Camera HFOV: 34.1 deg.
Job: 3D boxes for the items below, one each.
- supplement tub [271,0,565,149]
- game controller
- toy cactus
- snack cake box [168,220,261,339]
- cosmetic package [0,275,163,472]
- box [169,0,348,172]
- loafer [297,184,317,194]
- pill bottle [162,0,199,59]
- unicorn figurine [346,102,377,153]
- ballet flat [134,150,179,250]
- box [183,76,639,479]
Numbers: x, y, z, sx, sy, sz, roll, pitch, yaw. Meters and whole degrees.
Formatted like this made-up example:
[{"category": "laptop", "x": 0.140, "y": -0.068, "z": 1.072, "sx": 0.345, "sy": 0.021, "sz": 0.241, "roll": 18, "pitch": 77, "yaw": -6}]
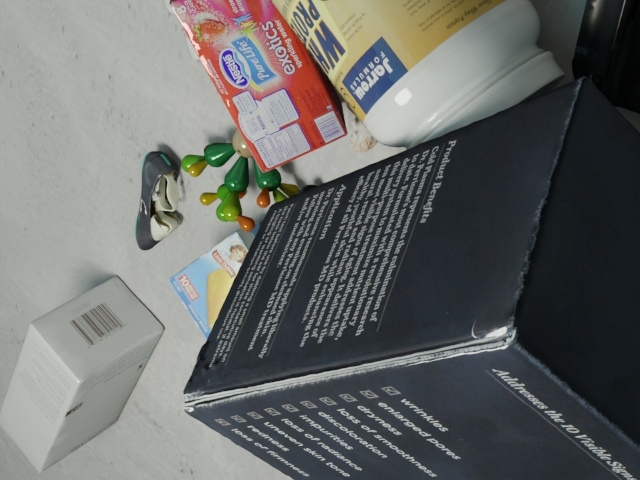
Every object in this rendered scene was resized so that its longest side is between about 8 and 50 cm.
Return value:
[{"category": "supplement tub", "x": 0.100, "y": -0.248, "z": 1.160, "sx": 0.316, "sy": 0.228, "sz": 0.228, "roll": 54, "pitch": 139, "yaw": 5}, {"category": "game controller", "x": 0.357, "y": -0.268, "z": 1.039, "sx": 0.166, "sy": 0.067, "sz": 0.319, "roll": 19, "pitch": 128, "yaw": 18}, {"category": "toy cactus", "x": -0.108, "y": -0.109, "z": 1.559, "sx": 0.219, "sy": 0.112, "sz": 0.181, "roll": 32, "pitch": 113, "yaw": 37}, {"category": "snack cake box", "x": -0.097, "y": 0.124, "z": 1.638, "sx": 0.152, "sy": 0.089, "sz": 0.264, "roll": -34, "pitch": 88, "yaw": 25}, {"category": "cosmetic package", "x": -0.476, "y": 0.267, "z": 2.041, "sx": 0.156, "sy": 0.217, "sz": 0.385, "roll": 46, "pitch": 139, "yaw": 14}, {"category": "box", "x": -0.076, "y": -0.236, "z": 1.339, "sx": 0.128, "sy": 0.123, "sz": 0.257, "roll": -24, "pitch": 117, "yaw": 9}, {"category": "loafer", "x": 0.000, "y": 0.000, "z": 1.534, "sx": 0.061, "sy": 0.062, "sz": 0.170, "roll": -8, "pitch": 107, "yaw": 51}, {"category": "pill bottle", "x": -0.159, "y": -0.369, "z": 1.410, "sx": 0.131, "sy": 0.131, "sz": 0.229, "roll": 4, "pitch": 116, "yaw": 43}, {"category": "unicorn figurine", "x": 0.078, "y": -0.164, "z": 1.356, "sx": 0.161, "sy": 0.060, "sz": 0.111, "roll": 9, "pitch": 126, "yaw": 37}, {"category": "ballet flat", "x": -0.271, "y": -0.054, "z": 1.757, "sx": 0.074, "sy": 0.074, "sz": 0.203, "roll": 32, "pitch": 130, "yaw": 27}, {"category": "box", "x": 0.203, "y": 0.146, "z": 1.111, "sx": 0.480, "sy": 0.297, "sz": 0.471, "roll": 39, "pitch": 147, "yaw": -26}]
